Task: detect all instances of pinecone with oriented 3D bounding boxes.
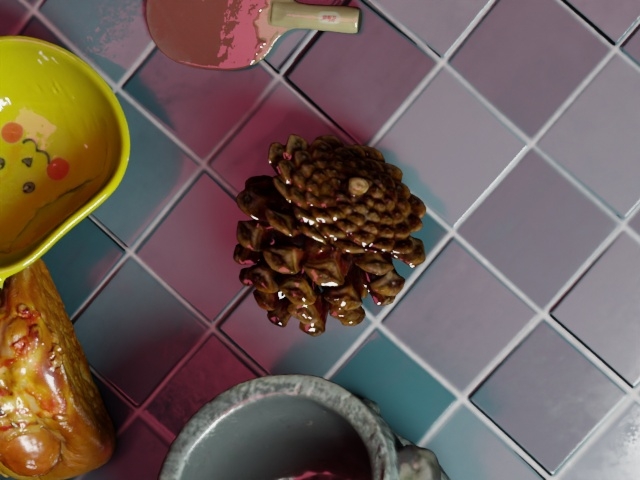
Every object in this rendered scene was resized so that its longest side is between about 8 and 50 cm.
[{"bbox_3d":[0.000,0.000,1.738,0.208,0.208,0.207,1,92,12],"label":"pinecone"}]

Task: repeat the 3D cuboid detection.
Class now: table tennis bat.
[{"bbox_3d":[-0.072,-0.242,1.822,0.234,0.022,0.131,6,93,13],"label":"table tennis bat"}]

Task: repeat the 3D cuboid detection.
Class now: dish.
[{"bbox_3d":[-0.323,-0.073,1.816,0.221,0.108,0.262,37,79,10],"label":"dish"}]

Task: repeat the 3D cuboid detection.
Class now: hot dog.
[{"bbox_3d":[-0.321,0.138,1.820,0.150,0.153,0.256,-23,88,12],"label":"hot dog"}]

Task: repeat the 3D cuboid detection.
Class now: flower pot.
[{"bbox_3d":[0.004,0.276,1.706,0.299,0.283,0.299,-10,56,15],"label":"flower pot"}]

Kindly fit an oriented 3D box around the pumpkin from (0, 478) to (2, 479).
[{"bbox_3d":[-0.374,0.315,1.808,0.224,0.223,0.157,37,73,8],"label":"pumpkin"}]
